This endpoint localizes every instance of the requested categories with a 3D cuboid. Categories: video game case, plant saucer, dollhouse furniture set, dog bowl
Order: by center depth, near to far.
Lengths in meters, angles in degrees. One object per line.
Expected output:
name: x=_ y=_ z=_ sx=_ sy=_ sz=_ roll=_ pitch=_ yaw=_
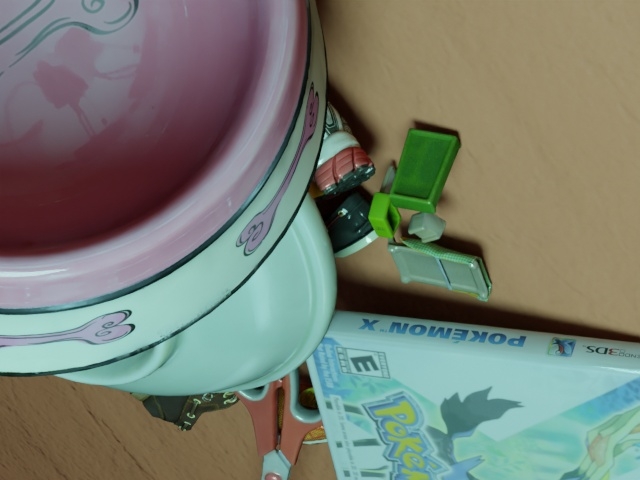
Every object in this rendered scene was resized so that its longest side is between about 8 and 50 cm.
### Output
dog bowl: x=-0.187 y=-0.126 z=1.151 sx=0.408 sy=0.408 sz=0.150 roll=38 pitch=165 yaw=2
plant saucer: x=-0.188 y=0.002 z=1.376 sx=0.401 sy=0.100 sz=0.400 roll=18 pitch=141 yaw=15
dollhouse furniture set: x=0.085 y=-0.019 z=1.376 sx=0.076 sy=0.058 sz=0.151 roll=11 pitch=155 yaw=22
video game case: x=0.153 y=0.196 z=1.487 sx=0.300 sy=0.036 sz=0.329 roll=5 pitch=133 yaw=21

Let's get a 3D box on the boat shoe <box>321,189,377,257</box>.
boat shoe: x=0.001 y=-0.001 z=1.448 sx=0.042 sy=0.049 sz=0.133 roll=50 pitch=140 yaw=-6

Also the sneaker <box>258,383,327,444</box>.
sneaker: x=0.022 y=0.143 z=1.578 sx=0.175 sy=0.064 sz=0.067 roll=11 pitch=131 yaw=18

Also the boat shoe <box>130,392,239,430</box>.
boat shoe: x=-0.098 y=0.116 z=1.639 sx=0.073 sy=0.073 sz=0.207 roll=42 pitch=151 yaw=-6

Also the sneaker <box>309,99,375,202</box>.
sneaker: x=-0.045 y=-0.057 z=1.414 sx=0.225 sy=0.088 sz=0.092 roll=-26 pitch=89 yaw=51

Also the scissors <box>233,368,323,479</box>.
scissors: x=-0.029 y=0.191 z=1.579 sx=0.109 sy=0.021 sz=0.297 roll=4 pitch=122 yaw=15
